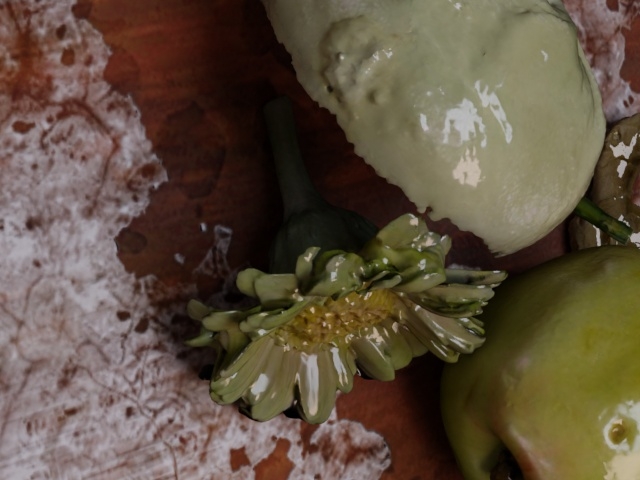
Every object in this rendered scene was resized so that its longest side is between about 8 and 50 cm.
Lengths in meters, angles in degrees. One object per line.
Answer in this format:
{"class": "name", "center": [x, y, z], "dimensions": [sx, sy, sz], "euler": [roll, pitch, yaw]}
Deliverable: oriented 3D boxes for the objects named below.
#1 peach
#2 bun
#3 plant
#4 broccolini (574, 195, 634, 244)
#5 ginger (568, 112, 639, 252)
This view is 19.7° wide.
{"class": "peach", "center": [0.268, 0.153, 1.825], "dimensions": [0.315, 0.281, 0.314], "euler": [-49, 156, -23]}
{"class": "bun", "center": [0.120, -0.170, 1.657], "dimensions": [0.202, 0.364, 0.364], "euler": [-44, 125, 16]}
{"class": "plant", "center": [-0.014, 0.045, 1.688], "dimensions": [0.297, 0.306, 0.261], "euler": [39, 86, 14]}
{"class": "broccolini", "center": [0.204, -0.072, 1.848], "dimensions": [0.071, 0.254, 0.057], "euler": [-52, 168, 8]}
{"class": "ginger", "center": [0.339, -0.033, 2.033], "dimensions": [0.133, 0.059, 0.214], "euler": [27, 70, -27]}
